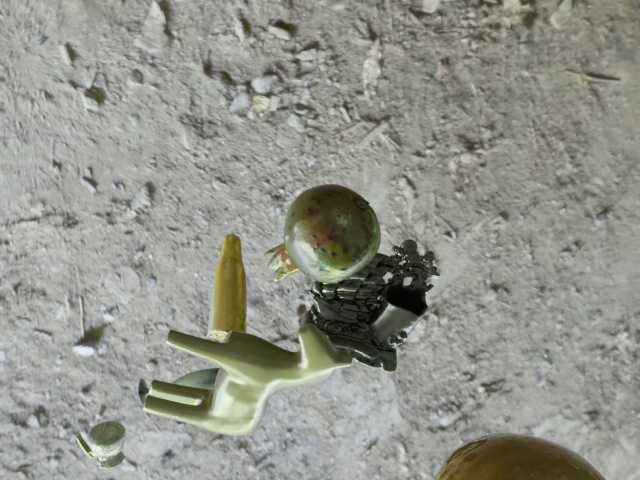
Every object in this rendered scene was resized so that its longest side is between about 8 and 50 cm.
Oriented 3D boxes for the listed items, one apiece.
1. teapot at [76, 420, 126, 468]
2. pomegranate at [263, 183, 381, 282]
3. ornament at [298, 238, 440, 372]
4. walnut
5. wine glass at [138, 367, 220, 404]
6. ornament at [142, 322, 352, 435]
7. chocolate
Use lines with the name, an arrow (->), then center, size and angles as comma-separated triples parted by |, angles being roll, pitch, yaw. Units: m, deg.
teapot -> -0.374, 0.352, 1.099 | 0.083, 0.064, 0.064 | 0, 110, 2
pomegranate -> 0.000, 0.000, 0.994 | 0.205, 0.159, 0.159 | -31, 124, 29
ornament -> 0.100, 0.109, 1.282 | 0.251, 0.106, 0.260 | 17, 108, -11
walnut -> 0.266, 0.341, 0.777 | 0.298, 0.203, 0.203 | 10, 101, -19
wine glass -> -0.326, 0.340, 1.516 | 0.198, 0.066, 0.066 | -11, 112, 3
ornament -> -0.099, 0.182, 0.874 | 0.245, 0.061, 0.230 | 18, 124, -9
chocolate -> -0.183, 0.093, 1.307 | 0.086, 0.086, 0.219 | 14, 64, -28
